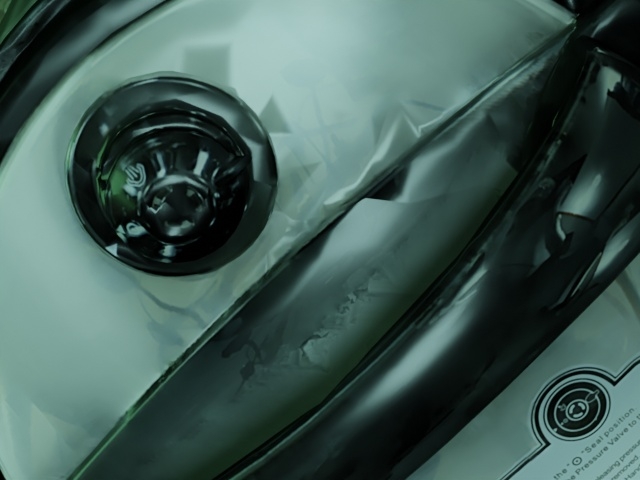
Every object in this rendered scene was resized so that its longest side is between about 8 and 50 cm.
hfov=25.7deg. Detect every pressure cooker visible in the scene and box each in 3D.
[{"bbox_3d":[-0.005,-0.003,0.687,0.420,0.376,0.370,-108,21,-69],"label":"pressure cooker"}]
